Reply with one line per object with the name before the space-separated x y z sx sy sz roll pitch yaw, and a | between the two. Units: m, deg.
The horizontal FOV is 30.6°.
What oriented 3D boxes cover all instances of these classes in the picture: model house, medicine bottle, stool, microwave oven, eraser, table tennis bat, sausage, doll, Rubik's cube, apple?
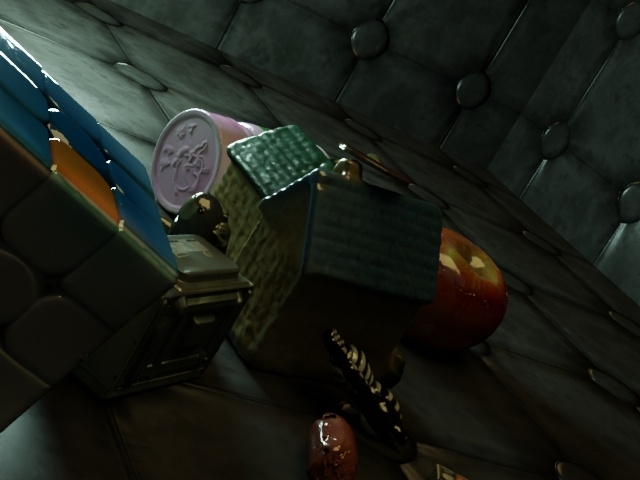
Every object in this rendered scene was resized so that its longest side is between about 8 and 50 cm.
model house | 0.000 0.000 1.953 0.334 0.343 0.382 15 22 -40
medicine bottle | -0.145 -0.125 2.308 0.325 0.212 0.212 14 23 -46
stool | -0.213 0.012 1.769 0.139 0.228 0.153 22 22 1
microwave oven | -0.220 0.091 1.562 0.145 0.194 0.240 40 17 19
eraser | 0.221 0.382 1.752 0.122 0.029 0.052 29 16 -3
table tennis bat | 0.086 -0.127 1.904 0.131 0.022 0.234 29 6 -2
sausage | 0.015 0.288 1.590 0.076 0.076 0.141 27 13 -11
doll | 0.068 0.231 1.803 0.219 0.067 0.091 54 4 -15
Rubik's cube | -0.371 -0.021 1.303 0.290 0.291 0.292 45 10 -32
apple | 0.241 0.105 2.321 0.251 0.206 0.272 46 22 13
